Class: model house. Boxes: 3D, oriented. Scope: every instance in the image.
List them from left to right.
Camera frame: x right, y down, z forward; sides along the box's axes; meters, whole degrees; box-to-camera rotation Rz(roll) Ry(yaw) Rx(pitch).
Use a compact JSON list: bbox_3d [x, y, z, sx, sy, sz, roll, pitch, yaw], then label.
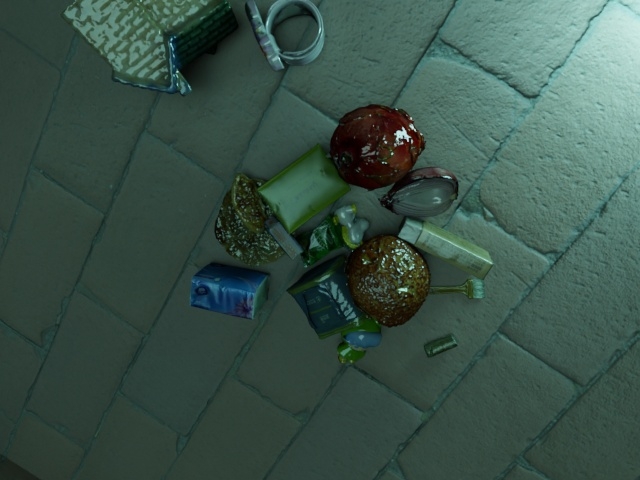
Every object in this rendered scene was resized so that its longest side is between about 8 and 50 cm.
[{"bbox_3d":[-0.531,-0.710,1.528,0.445,0.395,0.400,-40,112,1],"label":"model house"}]

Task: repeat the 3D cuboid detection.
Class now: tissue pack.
[{"bbox_3d":[-0.360,0.197,1.801,0.264,0.198,0.146,10,108,8],"label":"tissue pack"},{"bbox_3d":[-0.140,-0.011,1.682,0.065,0.115,0.155,-40,113,-3],"label":"tissue pack"},{"bbox_3d":[-0.059,-0.190,1.628,0.275,0.167,0.200,-35,99,5],"label":"tissue pack"}]

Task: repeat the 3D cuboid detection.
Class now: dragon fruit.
[{"bbox_3d":[0.181,-0.313,1.497,0.296,0.302,0.295,20,120,40],"label":"dragon fruit"}]

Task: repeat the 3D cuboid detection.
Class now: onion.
[{"bbox_3d":[0.332,-0.179,1.571,0.284,0.120,0.227,-4,145,-8],"label":"onion"}]

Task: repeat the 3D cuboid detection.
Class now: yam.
[{"bbox_3d":[0.477,0.422,1.784,0.133,0.054,0.054,-27,99,16],"label":"yam"}]

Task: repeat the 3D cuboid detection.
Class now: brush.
[{"bbox_3d":[0.521,0.191,1.734,0.219,0.010,0.082,-4,105,13],"label":"brush"}]

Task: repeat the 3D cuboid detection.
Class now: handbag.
[{"bbox_3d":[0.038,0.216,1.714,0.263,0.222,0.241,-31,96,32],"label":"handbag"}]

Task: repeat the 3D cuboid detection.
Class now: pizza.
[{"bbox_3d":[-0.278,-0.139,1.707,0.127,0.058,0.246,-7,101,13],"label":"pizza"}]

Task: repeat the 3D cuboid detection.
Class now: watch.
[{"bbox_3d":[-0.112,-0.721,1.512,0.232,0.196,0.244,-24,96,9],"label":"watch"}]

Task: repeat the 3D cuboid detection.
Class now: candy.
[{"bbox_3d":[0.001,-0.002,1.740,0.203,0.078,0.141,-30,85,20],"label":"candy"}]

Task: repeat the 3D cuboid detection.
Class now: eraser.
[{"bbox_3d":[0.449,0.017,1.630,0.344,0.144,0.078,27,110,3],"label":"eraser"}]

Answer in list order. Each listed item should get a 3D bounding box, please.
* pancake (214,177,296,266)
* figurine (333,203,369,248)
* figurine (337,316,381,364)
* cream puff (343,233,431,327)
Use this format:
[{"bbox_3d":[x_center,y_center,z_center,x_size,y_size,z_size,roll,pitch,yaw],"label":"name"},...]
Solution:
[{"bbox_3d":[-0.257,-0.065,1.781,0.357,0.065,0.355,2,101,13],"label":"pancake"},{"bbox_3d":[0.117,-0.052,1.686,0.178,0.129,0.109,53,146,-14],"label":"figurine"},{"bbox_3d":[0.148,0.397,1.795,0.162,0.143,0.263,10,128,-20],"label":"figurine"},{"bbox_3d":[0.262,0.133,1.608,0.229,0.350,0.350,-21,102,48],"label":"cream puff"}]
